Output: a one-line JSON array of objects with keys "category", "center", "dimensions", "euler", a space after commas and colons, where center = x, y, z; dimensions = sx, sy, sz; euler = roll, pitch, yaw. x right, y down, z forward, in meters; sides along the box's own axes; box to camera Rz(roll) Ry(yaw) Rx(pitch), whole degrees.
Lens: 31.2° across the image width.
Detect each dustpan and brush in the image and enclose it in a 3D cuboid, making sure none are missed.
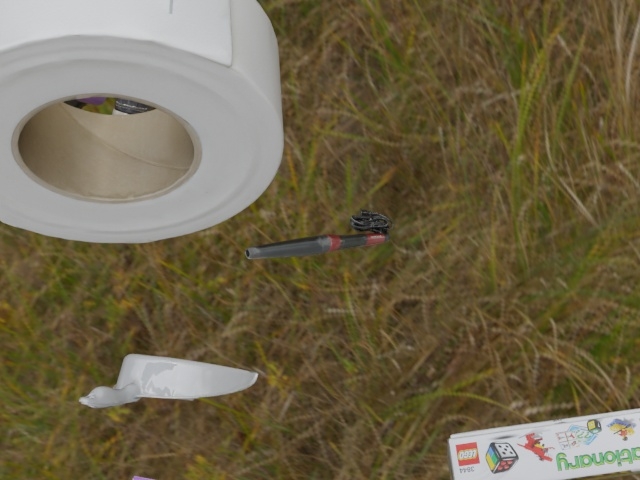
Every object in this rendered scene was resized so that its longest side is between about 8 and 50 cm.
[{"category": "dustpan and brush", "center": [-0.180, 0.152, 1.212], "dimensions": [0.147, 0.211, 0.060], "euler": [3, 81, 29]}]

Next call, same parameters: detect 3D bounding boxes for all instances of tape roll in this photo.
[{"category": "tape roll", "center": [-0.171, -0.111, 0.932], "dimensions": [0.286, 0.286, 0.100], "euler": [-14, 57, 16]}]

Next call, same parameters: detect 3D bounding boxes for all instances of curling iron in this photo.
[{"category": "curling iron", "center": [0.000, 0.000, 1.749], "dimensions": [0.068, 0.274, 0.035], "euler": [41, 131, 37]}]

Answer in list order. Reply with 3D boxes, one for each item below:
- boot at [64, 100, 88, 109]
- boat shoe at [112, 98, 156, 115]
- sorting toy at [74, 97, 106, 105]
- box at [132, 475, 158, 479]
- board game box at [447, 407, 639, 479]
[{"category": "boot", "center": [-0.435, -0.186, 1.584], "dimensions": [0.236, 0.085, 0.178], "euler": [-4, 28, 4]}, {"category": "boat shoe", "center": [-0.280, -0.231, 1.787], "dimensions": [0.075, 0.206, 0.065], "euler": [13, 105, -5]}, {"category": "sorting toy", "center": [-0.221, -0.339, 1.337], "dimensions": [0.127, 0.126, 0.365], "euler": [21, 109, 53]}, {"category": "box", "center": [-0.147, 0.460, 1.621], "dimensions": [0.293, 0.057, 0.201], "euler": [11, 54, 2]}, {"category": "board game box", "center": [0.216, 0.202, 1.069], "dimensions": [0.193, 0.305, 0.053], "euler": [-9, 76, 4]}]
